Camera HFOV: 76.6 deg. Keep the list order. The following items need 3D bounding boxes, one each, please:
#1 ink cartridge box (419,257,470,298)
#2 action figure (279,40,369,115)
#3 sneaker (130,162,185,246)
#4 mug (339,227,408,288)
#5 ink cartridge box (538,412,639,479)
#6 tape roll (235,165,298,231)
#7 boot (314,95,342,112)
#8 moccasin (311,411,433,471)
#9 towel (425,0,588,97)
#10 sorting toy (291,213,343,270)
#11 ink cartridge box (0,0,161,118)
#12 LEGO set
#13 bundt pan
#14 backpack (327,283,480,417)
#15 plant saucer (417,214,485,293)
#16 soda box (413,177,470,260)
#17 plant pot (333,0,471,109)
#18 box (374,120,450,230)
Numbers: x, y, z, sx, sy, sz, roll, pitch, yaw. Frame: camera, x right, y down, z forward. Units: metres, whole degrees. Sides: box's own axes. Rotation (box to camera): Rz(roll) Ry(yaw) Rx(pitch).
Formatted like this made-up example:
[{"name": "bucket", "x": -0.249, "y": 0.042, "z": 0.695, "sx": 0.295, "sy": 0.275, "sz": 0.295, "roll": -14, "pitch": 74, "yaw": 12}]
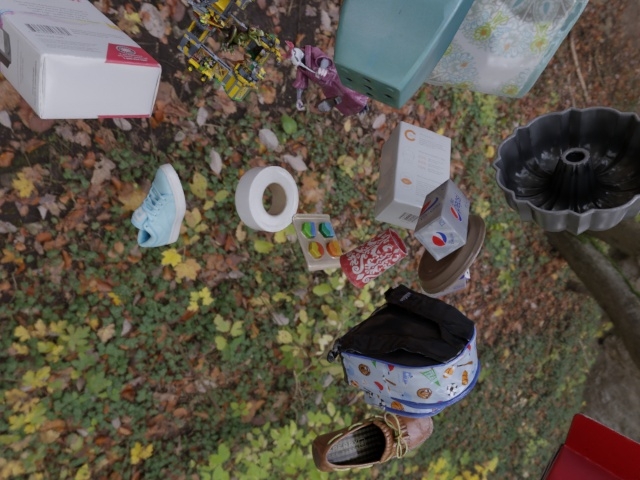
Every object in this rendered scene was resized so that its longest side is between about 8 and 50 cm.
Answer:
[{"name": "ink cartridge box", "x": 0.491, "y": 0.133, "z": 1.617, "sx": 0.045, "sy": 0.208, "sz": 0.206, "roll": 29, "pitch": 141, "yaw": -30}, {"name": "action figure", "x": 0.027, "y": -0.604, "z": 1.448, "sx": 0.370, "sy": 0.248, "sz": 0.276, "roll": 29, "pitch": 71, "yaw": -31}, {"name": "sneaker", "x": -0.563, "y": -0.096, "z": 1.387, "sx": 0.150, "sy": 0.135, "sz": 0.366, "roll": -24, "pitch": 149, "yaw": -39}, {"name": "mug", "x": 0.151, "y": 0.033, "z": 1.168, "sx": 0.169, "sy": 0.150, "sz": 0.113, "roll": -35, "pitch": 133, "yaw": 23}, {"name": "ink cartridge box", "x": 0.371, "y": 0.379, "z": 0.411, "sx": 0.130, "sy": 0.309, "sz": 0.272, "roll": -31, "pitch": 128, "yaw": -35}, {"name": "tape roll", "x": -0.228, "y": -0.179, "z": 1.764, "sx": 0.286, "sy": 0.100, "sz": 0.286, "roll": -9, "pitch": 102, "yaw": -48}, {"name": "boot", "x": 0.003, "y": -0.457, "z": 1.371, "sx": 0.106, "sy": 0.114, "sz": 0.037, "roll": -30, "pitch": 118, "yaw": -27}, {"name": "moccasin", "x": 0.165, "y": 0.565, "z": 1.162, "sx": 0.380, "sy": 0.139, "sz": 0.147, "roll": 1, "pitch": 160, "yaw": -21}, {"name": "towel", "x": 0.472, "y": -0.556, "z": 1.087, "sx": 0.374, "sy": 0.320, "sz": 0.090, "roll": 97, "pitch": 7, "yaw": -63}, {"name": "sorting toy", "x": 0.000, "y": 0.000, "z": 1.452, "sx": 0.193, "sy": 0.208, "sz": 0.038, "roll": -3, "pitch": 161, "yaw": -46}, {"name": "ink cartridge box", "x": -0.511, "y": -0.379, "z": 0.816, "sx": 0.226, "sy": 0.306, "sz": 0.131, "roll": -23, "pitch": 148, "yaw": -49}, {"name": "LEGO set", "x": -0.198, "y": -0.537, "z": 1.021, "sx": 0.192, "sy": 0.255, "sz": 0.331, "roll": -34, "pitch": -157, "yaw": 38}, {"name": "bundt pan", "x": 0.568, "y": -0.147, "z": 0.911, "sx": 0.331, "sy": 0.331, "sz": 0.124, "roll": -44, "pitch": 137, "yaw": -9}, {"name": "backpack", "x": 0.199, "y": 0.249, "z": 0.873, "sx": 0.276, "sy": 0.263, "sz": 0.213, "roll": -35, "pitch": 110, "yaw": -40}, {"name": "plant saucer", "x": 0.382, "y": 0.034, "z": 1.223, "sx": 0.278, "sy": 0.041, "sz": 0.278, "roll": -56, "pitch": -173, "yaw": 11}, {"name": "soda box", "x": 0.334, "y": -0.066, "z": 1.099, "sx": 0.091, "sy": 0.098, "sz": 0.286, "roll": -39, "pitch": -172, "yaw": 33}, {"name": "plant pot", "x": 0.119, "y": -0.330, "z": 0.588, "sx": 0.234, "sy": 0.165, "sz": 0.166, "roll": -64, "pitch": 172, "yaw": 7}, {"name": "box", "x": 0.344, "y": -0.232, "z": 1.510, "sx": 0.168, "sy": 0.215, "sz": 0.345, "roll": 129, "pitch": -26, "yaw": -63}]
